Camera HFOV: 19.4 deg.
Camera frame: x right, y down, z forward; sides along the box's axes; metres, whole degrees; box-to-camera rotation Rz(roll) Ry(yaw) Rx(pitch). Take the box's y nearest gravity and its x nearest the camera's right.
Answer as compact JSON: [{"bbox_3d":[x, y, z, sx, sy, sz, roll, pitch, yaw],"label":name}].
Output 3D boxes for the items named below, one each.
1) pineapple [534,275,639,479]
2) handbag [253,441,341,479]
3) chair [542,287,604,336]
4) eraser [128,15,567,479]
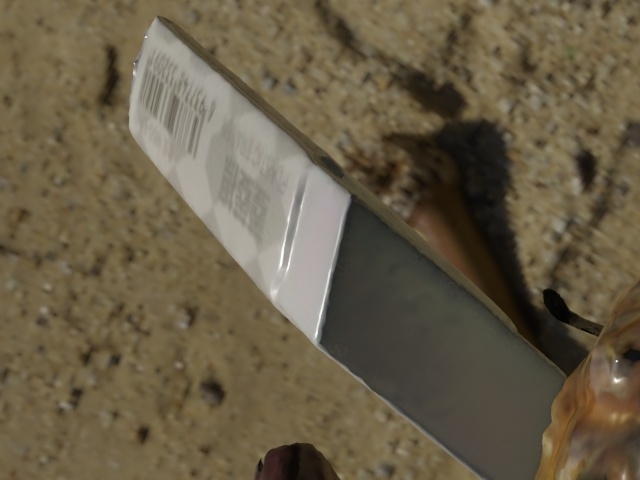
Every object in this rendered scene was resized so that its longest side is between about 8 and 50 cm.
[{"bbox_3d":[0.172,0.117,0.389,0.310,0.170,0.141,44,145,42],"label":"pineapple"},{"bbox_3d":[0.037,0.208,0.584,0.127,0.213,0.235,-31,32,31],"label":"handbag"},{"bbox_3d":[0.226,0.125,1.039,0.213,0.174,0.149,42,137,46],"label":"chair"},{"bbox_3d":[0.000,-0.001,1.124,0.082,0.213,0.397,-49,26,2],"label":"eraser"}]
